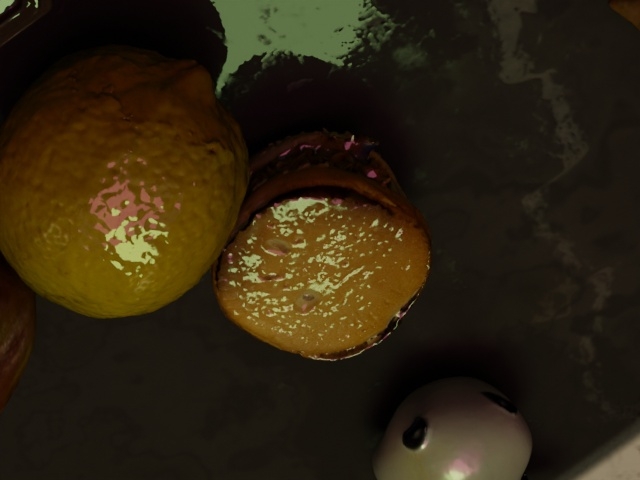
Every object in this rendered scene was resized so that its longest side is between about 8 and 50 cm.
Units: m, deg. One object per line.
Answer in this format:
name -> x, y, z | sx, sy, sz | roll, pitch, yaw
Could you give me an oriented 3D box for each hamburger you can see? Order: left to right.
hamburger -> 0.000, 0.008, 1.401 | 0.182, 0.118, 0.191 | -30, 121, 16

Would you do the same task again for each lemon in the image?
lemon -> -0.154, -0.043, 1.292 | 0.192, 0.192, 0.231 | 25, 118, -25

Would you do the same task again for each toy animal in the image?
toy animal -> 0.133, 0.205, 1.563 | 0.166, 0.138, 0.179 | -23, 120, -18

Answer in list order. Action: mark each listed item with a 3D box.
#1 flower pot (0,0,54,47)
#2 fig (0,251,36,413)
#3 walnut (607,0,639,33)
flower pot -> -0.283, -0.168, 1.169 | 0.251, 0.084, 0.179 | -34, 130, 16
fig -> -0.350, 0.081, 1.342 | 0.263, 0.224, 0.224 | -16, 126, 5
walnut -> 0.336, -0.178, 1.316 | 0.245, 0.137, 0.137 | 0, 126, -19
